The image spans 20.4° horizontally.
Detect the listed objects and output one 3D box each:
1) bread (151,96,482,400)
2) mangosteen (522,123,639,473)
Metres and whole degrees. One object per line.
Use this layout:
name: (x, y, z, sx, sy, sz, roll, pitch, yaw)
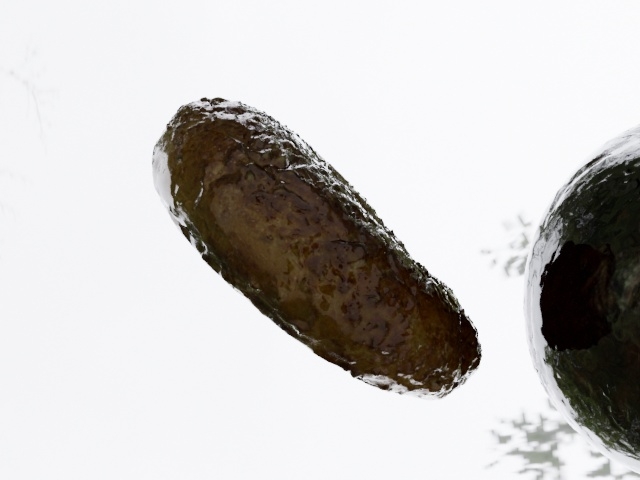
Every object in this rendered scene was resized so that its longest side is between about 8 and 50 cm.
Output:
bread: (0.000, 0.000, 0.835, 0.193, 0.193, 0.064, 40, -82, 0)
mangosteen: (0.202, 0.040, 0.857, 0.216, 0.216, 0.216, 1, -98, -7)
